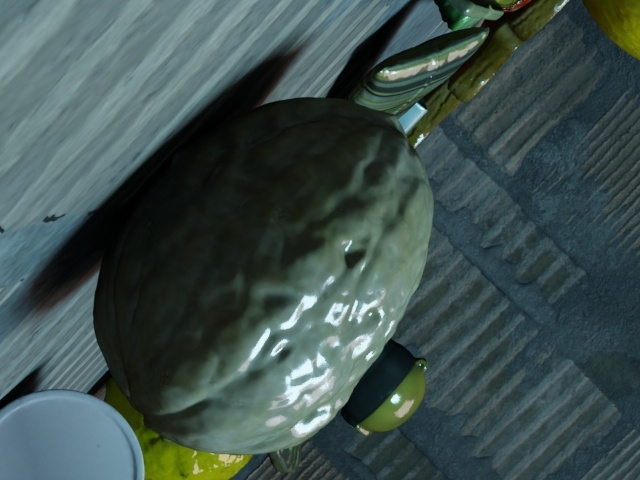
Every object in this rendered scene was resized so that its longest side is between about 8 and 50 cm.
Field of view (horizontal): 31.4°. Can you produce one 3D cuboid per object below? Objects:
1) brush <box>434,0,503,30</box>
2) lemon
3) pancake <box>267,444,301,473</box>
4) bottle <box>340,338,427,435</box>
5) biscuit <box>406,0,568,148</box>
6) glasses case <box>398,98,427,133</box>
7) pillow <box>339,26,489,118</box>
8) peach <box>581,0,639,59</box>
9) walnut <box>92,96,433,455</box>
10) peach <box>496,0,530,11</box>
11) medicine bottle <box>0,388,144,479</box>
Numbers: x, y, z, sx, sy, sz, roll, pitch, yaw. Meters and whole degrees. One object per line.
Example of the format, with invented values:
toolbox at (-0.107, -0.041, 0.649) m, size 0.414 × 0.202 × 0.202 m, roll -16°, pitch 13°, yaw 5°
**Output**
brush at (0.111, -0.197, 0.910) m, size 0.048 × 0.054 × 0.282 m, roll -27°, pitch -177°, yaw 15°
lemon at (-0.161, 0.203, 1.344) m, size 0.192 × 0.192 × 0.231 m, roll -46°, pitch 177°, yaw -4°
pancake at (-0.062, 0.133, 1.329) m, size 0.033 × 0.286 × 0.288 m, roll -13°, pitch -178°, yaw 4°
bottle at (0.015, 0.154, 1.788) m, size 0.171 × 0.351 × 0.171 m, roll -46°, pitch 177°, yaw -3°
biscuit at (0.246, -0.291, 1.649) m, size 0.283 × 0.064 × 0.432 m, roll -50°, pitch -176°, yaw -33°
glasses case at (0.028, -0.087, 1.421) m, size 0.266 × 0.056 × 0.105 m, roll -46°, pitch 178°, yaw 19°
pillow at (0.059, -0.124, 0.976) m, size 0.113 × 0.038 × 0.203 m, roll -25°, pitch 176°, yaw -22°
peach at (0.311, -0.254, 0.857) m, size 0.289 × 0.289 × 0.308 m, roll -46°, pitch -157°, yaw 0°
walnut at (-0.027, 0.013, 0.646) m, size 0.230 × 0.178 × 0.178 m, roll -50°, pitch 180°, yaw -14°
peach at (0.253, -0.327, 1.470) m, size 0.083 × 0.050 × 0.077 m, roll -40°, pitch 173°, yaw -42°
medicine bottle at (-0.219, 0.205, 0.905) m, size 0.133 × 0.133 × 0.250 m, roll -45°, pitch 180°, yaw -27°
